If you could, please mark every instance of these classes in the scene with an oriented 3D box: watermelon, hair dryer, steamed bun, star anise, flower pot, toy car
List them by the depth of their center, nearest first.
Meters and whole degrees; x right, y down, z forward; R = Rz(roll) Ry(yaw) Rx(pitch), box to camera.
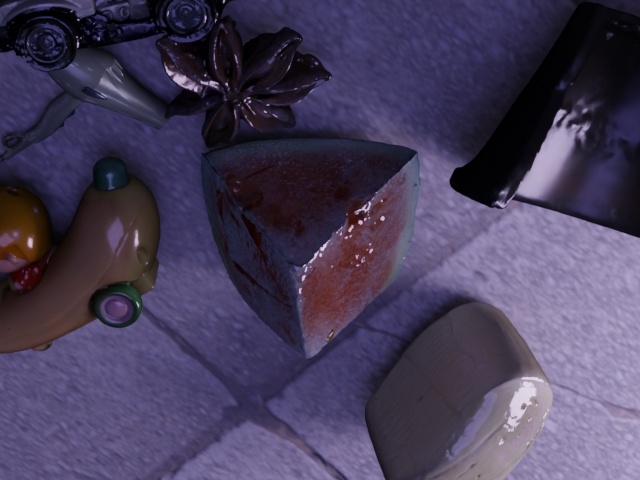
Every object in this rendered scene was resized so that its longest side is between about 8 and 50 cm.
[{"bbox_3d":[-0.229,-0.270,1.632,0.301,0.193,0.118,-9,120,2],"label":"toy car"},{"bbox_3d":[0.363,-0.118,1.718,0.379,0.379,0.251,14,96,-12],"label":"flower pot"},{"bbox_3d":[-0.085,-0.186,1.736,0.197,0.073,0.212,-5,145,-3],"label":"star anise"},{"bbox_3d":[-0.273,-0.139,1.790,0.167,0.067,0.199,19,127,-20],"label":"hair dryer"},{"bbox_3d":[0.000,0.000,1.798,0.262,0.201,0.212,-7,129,-5],"label":"watermelon"},{"bbox_3d":[0.184,0.222,1.938,0.155,0.200,0.250,29,109,-34],"label":"steamed bun"}]

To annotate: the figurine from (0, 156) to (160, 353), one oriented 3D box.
[{"bbox_3d":[-0.339,0.023,1.832,0.325,0.124,0.222,-27,118,15],"label":"figurine"}]
